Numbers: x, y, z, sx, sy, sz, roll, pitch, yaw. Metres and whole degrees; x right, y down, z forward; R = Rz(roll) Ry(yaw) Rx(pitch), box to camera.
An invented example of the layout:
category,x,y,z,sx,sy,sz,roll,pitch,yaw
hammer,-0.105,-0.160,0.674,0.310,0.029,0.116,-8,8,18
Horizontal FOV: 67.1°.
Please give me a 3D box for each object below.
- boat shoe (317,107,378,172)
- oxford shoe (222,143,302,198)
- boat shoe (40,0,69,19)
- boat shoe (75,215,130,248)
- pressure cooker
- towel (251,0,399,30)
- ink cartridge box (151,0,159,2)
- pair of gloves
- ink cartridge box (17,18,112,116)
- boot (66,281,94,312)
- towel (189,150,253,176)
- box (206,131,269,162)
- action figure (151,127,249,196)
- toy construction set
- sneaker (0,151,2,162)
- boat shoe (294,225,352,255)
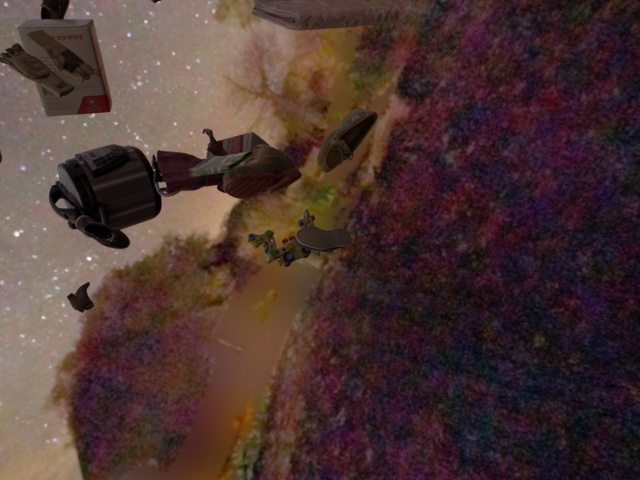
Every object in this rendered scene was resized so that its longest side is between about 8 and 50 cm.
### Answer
category,x,y,z,sx,sy,sz,roll,pitch,yaw
boat shoe,0.094,-0.361,1.724,0.089,0.104,0.285,22,74,48
oxford shoe,-0.207,-0.232,1.571,0.140,0.147,0.397,-28,-2,24
boat shoe,-1.103,-0.968,1.992,0.095,0.095,0.258,-83,11,-63
boat shoe,-0.737,-0.016,1.656,0.065,0.206,0.075,28,82,41
pressure cooker,-0.969,-0.207,2.147,0.420,0.376,0.370,-24,-2,-33
towel,0.007,-0.669,1.403,0.317,0.331,0.053,44,143,45
ink cartridge box,-0.642,-1.077,1.926,0.234,0.193,0.088,-44,-6,-32
pair of gloves,-0.823,-0.535,1.468,0.042,0.204,0.240,-43,24,33
ink cartridge box,-0.893,-0.614,1.718,0.131,0.226,0.306,-112,20,-53
boot,-0.874,0.215,1.788,0.042,0.087,0.118,-44,5,38
towel,-0.270,-0.211,1.302,0.152,0.023,0.113,-2,32,34
box,-0.342,-0.334,1.984,0.127,0.232,0.149,32,-125,-57
action figure,-0.405,-0.229,1.728,0.276,0.370,0.248,123,138,-60
toy construction set,-0.156,-0.002,2.242,0.327,0.215,0.151,-28,-12,-9
sneaker,-1.036,-0.344,1.442,0.094,0.258,0.091,-33,-6,-28
boat shoe,0.000,0.000,1.694,0.254,0.095,0.079,-7,-21,-46
